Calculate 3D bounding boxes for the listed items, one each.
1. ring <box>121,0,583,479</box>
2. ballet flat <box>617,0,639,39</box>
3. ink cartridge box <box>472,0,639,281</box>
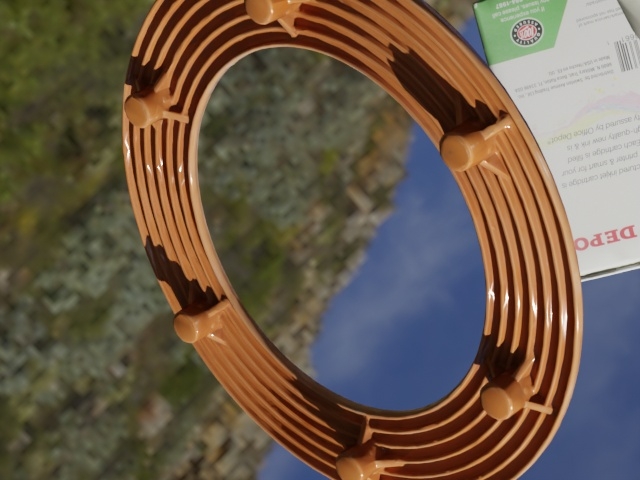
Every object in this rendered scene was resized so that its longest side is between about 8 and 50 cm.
[{"bbox_3d":[0.000,0.000,1.063,0.032,0.336,0.337,-29,-168,-40],"label":"ring"},{"bbox_3d":[0.218,-0.091,0.833,0.147,0.409,0.147,-23,-126,36],"label":"ballet flat"},{"bbox_3d":[0.216,-0.089,1.382,0.154,0.212,0.093,-15,180,21],"label":"ink cartridge box"}]
